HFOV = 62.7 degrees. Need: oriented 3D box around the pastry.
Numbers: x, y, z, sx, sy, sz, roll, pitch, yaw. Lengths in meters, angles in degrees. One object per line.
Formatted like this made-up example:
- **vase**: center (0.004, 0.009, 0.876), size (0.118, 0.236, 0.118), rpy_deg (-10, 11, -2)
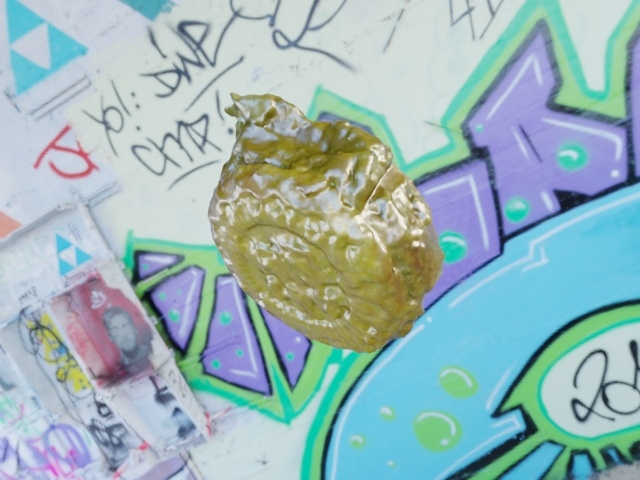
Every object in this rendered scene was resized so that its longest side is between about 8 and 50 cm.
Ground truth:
- **pastry**: center (0.000, 0.000, 0.515), size (0.235, 0.240, 0.132), rpy_deg (87, -152, -55)
